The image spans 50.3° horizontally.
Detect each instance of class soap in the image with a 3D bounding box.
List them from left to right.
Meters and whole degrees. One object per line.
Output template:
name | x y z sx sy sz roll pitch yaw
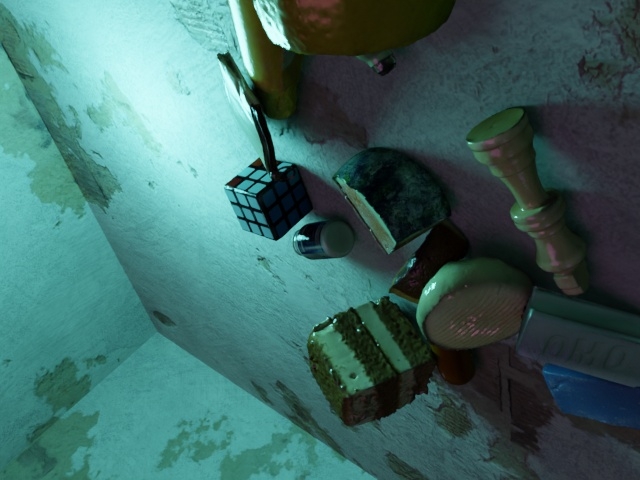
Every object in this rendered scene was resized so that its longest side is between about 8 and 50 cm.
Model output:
soap | 0.539 0.200 1.384 0.261 0.094 0.150 16 144 13

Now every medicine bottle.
medicine bottle | 0.000 0.000 1.914 0.191 0.107 0.107 -6 122 56

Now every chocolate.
chocolate | -0.101 -0.438 1.484 0.162 0.162 0.445 34 158 21

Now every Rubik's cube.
Rubik's cube | -0.144 -0.118 1.903 0.163 0.162 0.161 18 140 43

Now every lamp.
lamp | 0.065 -0.429 1.304 0.250 0.101 0.101 57 150 -9

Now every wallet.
wallet | -0.170 -0.314 1.695 0.275 0.068 0.335 57 172 26

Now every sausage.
sausage | 0.342 0.278 1.814 0.105 0.105 0.275 15 138 44

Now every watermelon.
watermelon | 0.135 -0.078 1.566 0.318 0.148 0.226 30 140 37

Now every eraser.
eraser | 0.661 0.357 1.545 0.311 0.042 0.144 0 127 53

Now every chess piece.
chess piece | 0.417 -0.056 1.294 0.117 0.117 0.397 -4 126 55

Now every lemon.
lemon | 0.044 -0.473 1.038 0.364 0.364 0.364 33 148 24

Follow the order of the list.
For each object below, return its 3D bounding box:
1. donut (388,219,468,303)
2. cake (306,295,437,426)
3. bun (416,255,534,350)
donut | 0.253 0.078 1.644 0.112 0.151 0.295 32 149 7
cake | 0.139 0.345 1.905 0.282 0.290 0.256 54 162 34
bun | 0.344 0.130 1.535 0.287 0.146 0.287 -4 143 -3
